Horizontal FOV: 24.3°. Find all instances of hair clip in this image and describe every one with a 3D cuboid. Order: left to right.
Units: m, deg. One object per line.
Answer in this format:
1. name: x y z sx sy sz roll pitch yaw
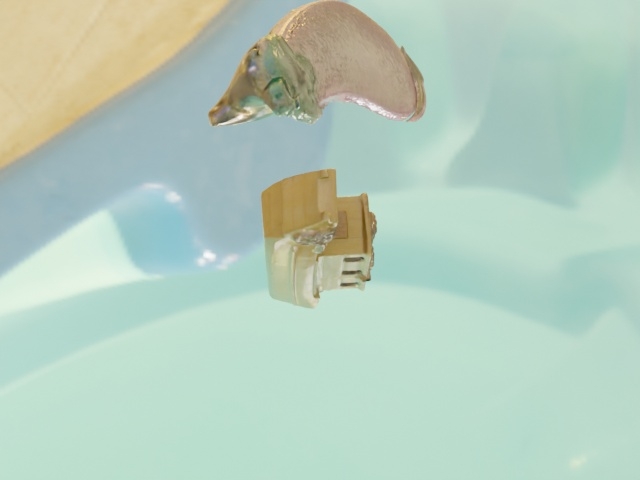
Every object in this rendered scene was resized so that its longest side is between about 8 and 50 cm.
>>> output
1. hair clip: 0.011 -0.160 1.378 0.359 0.110 0.095 -24 143 -59

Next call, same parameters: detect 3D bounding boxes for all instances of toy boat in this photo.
1. toy boat: 0.000 0.000 1.007 0.200 0.077 0.057 92 -5 -73
